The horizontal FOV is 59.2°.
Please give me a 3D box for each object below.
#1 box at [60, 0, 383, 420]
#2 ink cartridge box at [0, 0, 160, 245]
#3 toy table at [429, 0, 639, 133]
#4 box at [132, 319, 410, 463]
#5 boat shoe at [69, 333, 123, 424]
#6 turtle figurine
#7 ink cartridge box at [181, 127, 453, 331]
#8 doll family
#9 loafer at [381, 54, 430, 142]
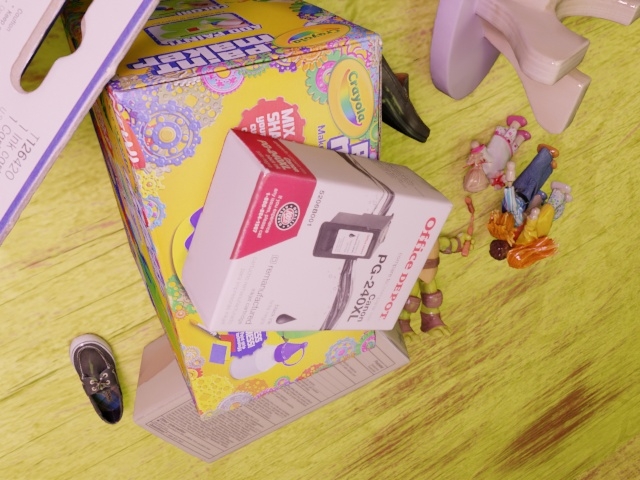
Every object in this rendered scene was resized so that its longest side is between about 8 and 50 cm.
[{"bbox_3d":[-0.090,-0.059,0.511,0.177,0.279,0.289,-19,128,-21],"label":"box"},{"bbox_3d":[-0.226,-0.185,0.347,0.303,0.307,0.072,-53,175,9],"label":"ink cartridge box"},{"bbox_3d":[0.244,-0.254,0.619,0.252,0.161,0.274,-42,153,-22],"label":"toy table"},{"bbox_3d":[-0.064,0.141,0.702,0.311,0.121,0.148,-30,127,15],"label":"box"},{"bbox_3d":[-0.280,0.179,0.719,0.049,0.040,0.142,-20,130,-19],"label":"boat shoe"},{"bbox_3d":[0.144,0.040,0.850,0.270,0.087,0.217,-6,102,-49],"label":"turtle figurine"},{"bbox_3d":[0.000,0.000,0.374,0.151,0.063,0.109,6,117,-35],"label":"ink cartridge box"},{"bbox_3d":[0.308,-0.052,0.852,0.163,0.118,0.263,-51,133,-15],"label":"doll family"},{"bbox_3d":[0.091,-0.179,0.693,0.170,0.062,0.061,31,96,-43],"label":"loafer"}]
